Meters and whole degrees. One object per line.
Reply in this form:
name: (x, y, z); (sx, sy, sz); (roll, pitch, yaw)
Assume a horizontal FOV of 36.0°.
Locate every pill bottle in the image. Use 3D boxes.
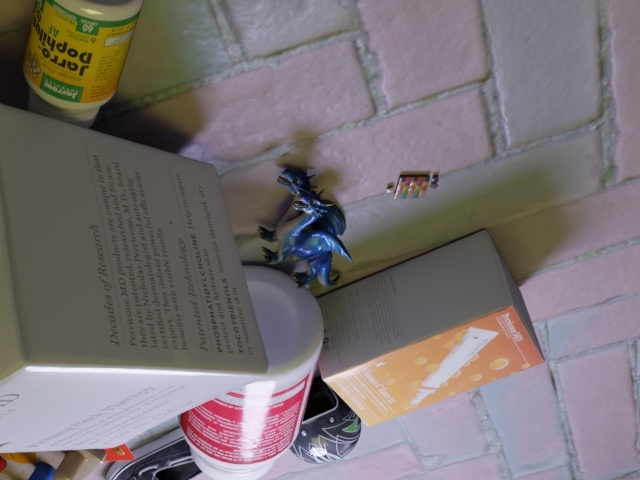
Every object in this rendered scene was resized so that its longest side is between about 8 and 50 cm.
pill bottle: (-0.290, -0.231, 1.177); (0.117, 0.118, 0.208); (8, 137, -22)
pill bottle: (-0.132, 0.250, 1.708); (0.229, 0.229, 0.408); (-1, 139, -12)

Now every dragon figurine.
dragon figurine: (0.000, 0.000, 1.552); (0.144, 0.085, 0.289); (-28, 137, 20)

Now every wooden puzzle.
wooden puzzle: (0.144, -0.084, 1.549); (0.083, 0.006, 0.049); (-1, 140, -12)

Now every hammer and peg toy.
hammer and peg toy: (-0.542, 0.369, 1.707); (0.266, 0.127, 0.361); (38, 132, -11)

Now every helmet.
helmet: (0.001, 0.356, 1.919); (0.169, 0.162, 0.169); (-7, 140, -6)

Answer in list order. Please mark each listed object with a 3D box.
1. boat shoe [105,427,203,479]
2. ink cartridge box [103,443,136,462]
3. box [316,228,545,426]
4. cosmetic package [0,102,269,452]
boat shoe: (-0.331, 0.484, 2.038); (0.301, 0.102, 0.108); (-31, 137, 22)
ink cartridge box: (-0.477, 0.356, 1.784); (0.232, 0.066, 0.189); (-7, 124, 34)
box: (0.184, 0.160, 1.725); (0.345, 0.168, 0.215); (-23, 139, 14)
cosmetic package: (-0.341, 0.073, 1.269); (0.329, 0.327, 0.393); (-29, 156, 31)
